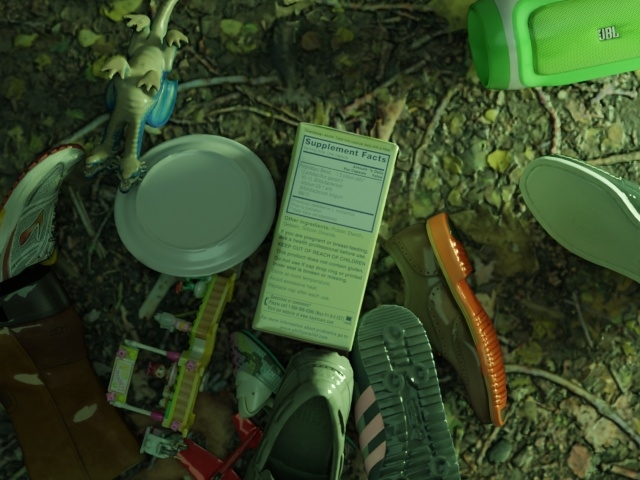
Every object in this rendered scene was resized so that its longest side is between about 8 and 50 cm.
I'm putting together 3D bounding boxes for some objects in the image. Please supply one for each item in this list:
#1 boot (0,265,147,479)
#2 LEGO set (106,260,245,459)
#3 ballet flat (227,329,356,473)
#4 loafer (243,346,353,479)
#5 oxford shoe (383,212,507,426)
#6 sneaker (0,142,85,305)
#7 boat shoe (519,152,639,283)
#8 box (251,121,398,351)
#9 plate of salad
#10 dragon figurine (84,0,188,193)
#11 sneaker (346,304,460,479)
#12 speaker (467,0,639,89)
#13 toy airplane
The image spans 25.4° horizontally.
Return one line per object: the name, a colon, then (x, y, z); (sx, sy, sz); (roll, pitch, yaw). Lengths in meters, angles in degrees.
boot: (-0.383, 0.199, 1.724); (0.264, 0.096, 0.280); (-23, 109, -6)
LEGO set: (-0.178, 0.118, 1.713); (0.107, 0.132, 0.287); (16, 85, 2)
ballet flat: (-0.050, 0.210, 1.743); (0.221, 0.077, 0.079); (48, 64, -3)
loafer: (-0.034, 0.278, 1.669); (0.112, 0.111, 0.319); (11, 115, 0)
oxford shoe: (0.159, 0.108, 1.765); (0.098, 0.097, 0.271); (-20, 83, 14)
sneaker: (-0.350, -0.020, 1.742); (0.093, 0.088, 0.225); (32, 96, -5)
boat shoe: (0.386, -0.018, 1.776); (0.302, 0.091, 0.114); (37, 130, -2)
box: (0.000, 0.000, 1.688); (0.117, 0.213, 0.243); (14, 87, -2)
plate of salad: (-0.152, -0.040, 1.744); (0.200, 0.048, 0.200); (-2, 63, 3)
dragon figurine: (-0.218, -0.195, 1.744); (0.085, 0.144, 0.289); (18, 54, -2)
sneaker: (0.098, 0.238, 1.725); (0.112, 0.131, 0.319); (-5, 85, -11)
speaker: (0.338, -0.270, 1.763); (0.297, 0.131, 0.131); (-12, 88, -4)
toy airplane: (-0.112, 0.277, 1.764); (0.151, 0.028, 0.151); (0, 87, -2)
